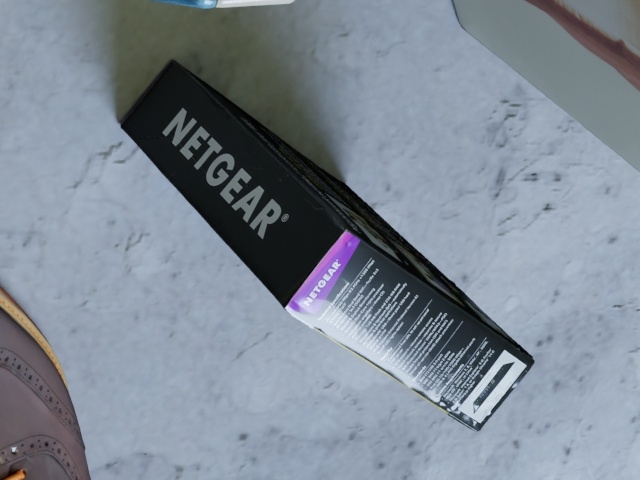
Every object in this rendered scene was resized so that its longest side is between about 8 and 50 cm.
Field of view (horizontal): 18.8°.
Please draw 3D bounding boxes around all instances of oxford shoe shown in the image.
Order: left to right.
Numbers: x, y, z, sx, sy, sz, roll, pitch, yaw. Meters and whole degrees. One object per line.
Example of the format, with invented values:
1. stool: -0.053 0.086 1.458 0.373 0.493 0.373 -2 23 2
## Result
1. oxford shoe: -0.144 0.123 0.918 0.097 0.098 0.271 -28 129 -11

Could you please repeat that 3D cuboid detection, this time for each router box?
1. router box: 0.000 0.000 0.870 0.133 0.179 0.046 35 96 -39

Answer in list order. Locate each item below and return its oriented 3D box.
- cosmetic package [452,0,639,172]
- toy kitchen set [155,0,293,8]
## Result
1. cosmetic package: 0.178 -0.112 0.824 0.153 0.296 0.129 -29 128 -12
2. toy kitchen set: -0.110 -0.194 0.749 0.166 0.122 0.207 -7 102 -26
